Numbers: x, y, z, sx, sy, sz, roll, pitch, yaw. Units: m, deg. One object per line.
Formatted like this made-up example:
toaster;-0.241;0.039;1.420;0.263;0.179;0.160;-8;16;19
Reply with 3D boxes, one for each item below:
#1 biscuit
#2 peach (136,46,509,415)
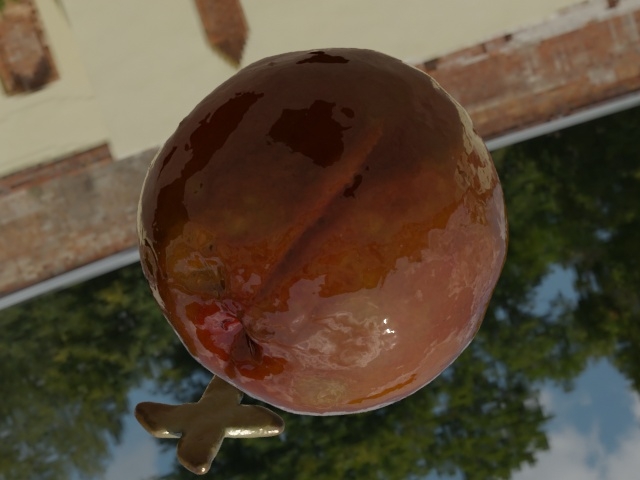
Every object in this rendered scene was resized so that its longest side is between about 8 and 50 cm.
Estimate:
biscuit;-0.176;0.291;2.083;0.164;0.047;0.208;37;-144;28
peach;0.000;0.000;1.195;0.343;0.343;0.301;-11;-158;35
